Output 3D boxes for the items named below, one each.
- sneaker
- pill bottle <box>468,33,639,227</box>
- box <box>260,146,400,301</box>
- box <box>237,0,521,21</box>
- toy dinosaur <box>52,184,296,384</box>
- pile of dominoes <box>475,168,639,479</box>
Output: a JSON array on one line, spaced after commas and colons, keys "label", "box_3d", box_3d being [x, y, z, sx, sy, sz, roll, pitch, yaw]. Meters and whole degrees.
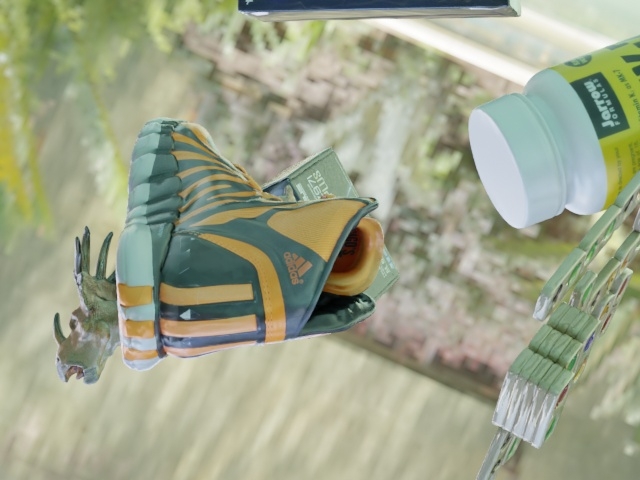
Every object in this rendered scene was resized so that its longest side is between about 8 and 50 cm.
[{"label": "sneaker", "box_3d": [-0.046, 0.000, 1.304, 0.180, 0.125, 0.321, -3, -153, -1]}, {"label": "pill bottle", "box_3d": [0.228, -0.090, 1.398, 0.208, 0.119, 0.119, -21, -161, -12]}, {"label": "box", "box_3d": [0.000, 0.000, 2.110, 0.180, 0.077, 0.147, 62, -154, -5]}, {"label": "box", "box_3d": [0.058, -0.304, 1.734, 0.261, 0.184, 0.103, 0, -177, 12]}, {"label": "toy dinosaur", "box_3d": [-0.137, 0.016, 1.808, 0.200, 0.295, 0.127, 12, 133, 39]}, {"label": "pile of dominoes", "box_3d": [0.198, 0.057, 1.301, 0.040, 0.196, 0.251, 28, -136, 18]}]
